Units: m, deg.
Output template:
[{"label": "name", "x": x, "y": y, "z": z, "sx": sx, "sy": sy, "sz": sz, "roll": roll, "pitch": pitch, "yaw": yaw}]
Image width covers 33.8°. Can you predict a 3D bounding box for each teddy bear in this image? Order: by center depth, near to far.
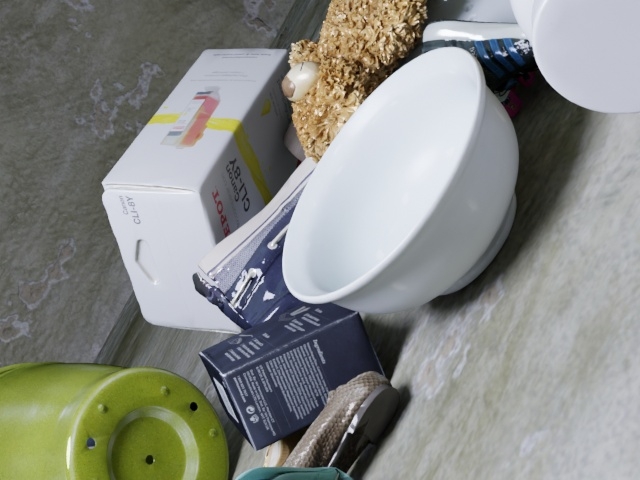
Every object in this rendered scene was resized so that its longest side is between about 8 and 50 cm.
[{"label": "teddy bear", "x": 0.047, "y": -0.263, "z": 1.300, "sx": 0.338, "sy": 0.113, "sz": 0.245, "roll": -57, "pitch": 33, "yaw": -1}]

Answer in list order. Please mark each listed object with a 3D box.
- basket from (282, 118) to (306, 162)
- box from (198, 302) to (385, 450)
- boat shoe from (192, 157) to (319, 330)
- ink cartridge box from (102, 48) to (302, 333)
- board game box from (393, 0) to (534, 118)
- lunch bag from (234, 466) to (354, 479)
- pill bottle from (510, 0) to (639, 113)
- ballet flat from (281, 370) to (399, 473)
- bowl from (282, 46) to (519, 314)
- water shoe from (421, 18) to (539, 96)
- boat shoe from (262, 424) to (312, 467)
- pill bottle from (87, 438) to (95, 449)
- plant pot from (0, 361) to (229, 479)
[{"label": "basket", "x": 0.051, "y": -0.216, "z": 1.603, "sx": 0.227, "sy": 0.154, "sz": 0.204, "roll": -58, "pitch": 16, "yaw": 20}, {"label": "box", "x": -0.033, "y": 0.139, "z": 1.143, "sx": 0.158, "sy": 0.093, "sz": 0.156, "roll": -25, "pitch": 9, "yaw": -12}, {"label": "boat shoe", "x": 0.000, "y": 0.000, "z": 1.430, "sx": 0.340, "sy": 0.127, "sz": 0.158, "roll": -44, "pitch": 60, "yaw": -2}, {"label": "ink cartridge box", "x": -0.153, "y": -0.083, "z": 1.634, "sx": 0.385, "sy": 0.160, "sz": 0.279, "roll": -64, "pitch": -30, "yaw": -45}, {"label": "board game box", "x": 0.186, "y": -0.339, "z": 1.335, "sx": 0.390, "sy": 0.050, "sz": 0.390, "roll": 17, "pitch": 76, "yaw": 53}, {"label": "lunch bag", "x": -0.052, "y": 0.319, "z": 0.874, "sx": 0.223, "sy": 0.160, "sz": 0.262, "roll": -60, "pitch": -1, "yaw": 14}, {"label": "pill bottle", "x": 0.259, "y": -0.262, "z": 0.915, "sx": 0.188, "sy": 0.188, "sz": 0.334, "roll": -47, "pitch": 19, "yaw": 39}, {"label": "ballet flat", "x": -0.017, "y": 0.229, "z": 1.026, "sx": 0.058, "sy": 0.084, "sz": 0.250, "roll": 32, "pitch": 82, "yaw": 37}, {"label": "bowl", "x": 0.101, "y": -0.036, "z": 1.064, "sx": 0.298, "sy": 0.134, "sz": 0.298, "roll": -44, "pitch": 25, "yaw": 27}, {"label": "water shoe", "x": 0.200, "y": -0.190, "z": 1.120, "sx": 0.203, "sy": 0.073, "sz": 0.080, "roll": 12, "pitch": 102, "yaw": 39}, {"label": "boat shoe", "x": -0.033, "y": 0.259, "z": 1.126, "sx": 0.170, "sy": 0.063, "sz": 0.059, "roll": -79, "pitch": 13, "yaw": -55}, {"label": "pill bottle", "x": -0.416, "y": 0.417, "z": 1.968, "sx": 0.108, "sy": 0.108, "sz": 0.180, "roll": -55, "pitch": 16, "yaw": 15}, {"label": "plant pot", "x": -0.316, "y": 0.317, "z": 1.450, "sx": 0.353, "sy": 0.366, "sz": 0.367, "roll": -24, "pitch": 36, "yaw": 47}]
